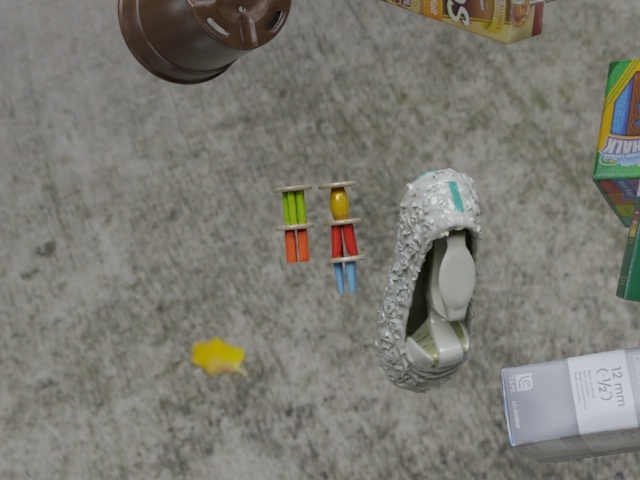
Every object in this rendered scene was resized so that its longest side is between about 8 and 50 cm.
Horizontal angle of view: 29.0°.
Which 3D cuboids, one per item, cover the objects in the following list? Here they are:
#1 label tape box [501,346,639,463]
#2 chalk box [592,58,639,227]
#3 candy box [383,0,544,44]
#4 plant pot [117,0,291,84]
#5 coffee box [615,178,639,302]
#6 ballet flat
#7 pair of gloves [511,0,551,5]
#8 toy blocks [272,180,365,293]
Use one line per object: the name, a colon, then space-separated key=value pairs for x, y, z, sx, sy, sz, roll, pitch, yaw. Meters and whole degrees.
label tape box: x=0.441 y=0.220 z=1.686 sx=0.347 sy=0.249 sz=0.115 roll=-9 pitch=72 yaw=16
chalk box: x=0.551 y=-0.127 z=1.973 sx=0.179 sy=0.180 sz=0.289 roll=-1 pitch=62 yaw=32
candy box: x=0.209 y=-0.441 z=1.941 sx=0.087 sy=0.183 sz=0.316 roll=-23 pitch=37 yaw=-35
plant pot: x=-0.123 y=-0.269 z=1.404 sx=0.167 sy=0.167 sz=0.165 roll=-42 pitch=19 yaw=-23
coffee box: x=0.426 y=-0.010 z=1.481 sx=0.113 sy=0.040 sz=0.184 roll=10 pitch=93 yaw=-7
ballet flat: x=0.158 y=0.092 z=1.728 sx=0.146 sy=0.409 sz=0.147 roll=0 pitch=38 yaw=0
pair of gloves: x=0.327 y=-0.404 z=1.550 sx=0.240 sy=0.204 sz=0.042 roll=1 pitch=15 yaw=42
toy blocks: x=0.000 y=0.000 z=1.631 sx=0.123 sy=0.148 sz=0.054 roll=-6 pitch=0 yaw=-29
